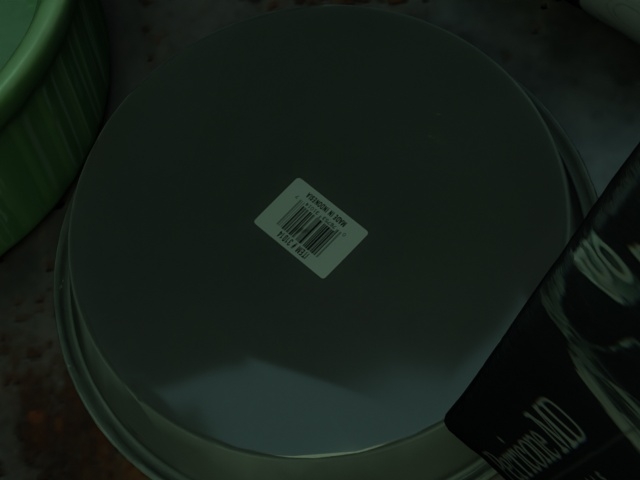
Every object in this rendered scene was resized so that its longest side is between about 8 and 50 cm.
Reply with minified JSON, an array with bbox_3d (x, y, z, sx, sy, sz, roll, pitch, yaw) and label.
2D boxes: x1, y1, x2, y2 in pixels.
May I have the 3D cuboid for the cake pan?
[{"bbox_3d":[0.000,0.000,0.797,0.293,0.054,0.293,-3,65,6],"label":"cake pan"}]

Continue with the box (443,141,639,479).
[{"bbox_3d":[0.324,0.065,0.441,0.472,0.480,0.297,41,77,9],"label":"box"}]

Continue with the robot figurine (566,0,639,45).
[{"bbox_3d":[0.166,-0.204,0.803,0.278,0.209,0.173,35,87,20],"label":"robot figurine"}]

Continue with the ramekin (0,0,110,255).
[{"bbox_3d":[-0.258,-0.112,0.828,0.303,0.148,0.303,-3,65,6],"label":"ramekin"}]
